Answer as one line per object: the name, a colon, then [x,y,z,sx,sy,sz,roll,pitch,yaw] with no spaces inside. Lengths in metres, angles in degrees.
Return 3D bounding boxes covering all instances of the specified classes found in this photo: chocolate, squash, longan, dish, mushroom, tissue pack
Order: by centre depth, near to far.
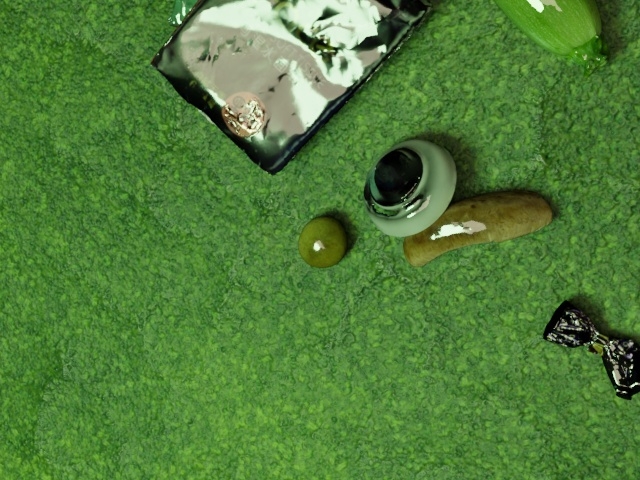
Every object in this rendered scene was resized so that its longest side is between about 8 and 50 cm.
squash: [0.232,-0.372,1.239,0.107,0.107,0.395,-38,87,17]
dish: [0.101,-0.083,1.293,0.141,0.078,0.141,-19,58,33]
chocolate: [0.369,0.143,1.298,0.147,0.070,0.072,37,95,-2]
mushroom: [0.199,-0.020,1.306,0.209,0.094,0.072,-17,95,22]
tissue pack: [-0.041,-0.279,1.309,0.245,0.123,0.332,44,107,-7]
longan: [0.000,0.000,1.381,0.083,0.075,0.075,43,112,50]

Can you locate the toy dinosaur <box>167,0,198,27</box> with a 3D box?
toy dinosaur: [-0.139,-0.426,1.355,0.120,0.079,0.292,25,106,6]
